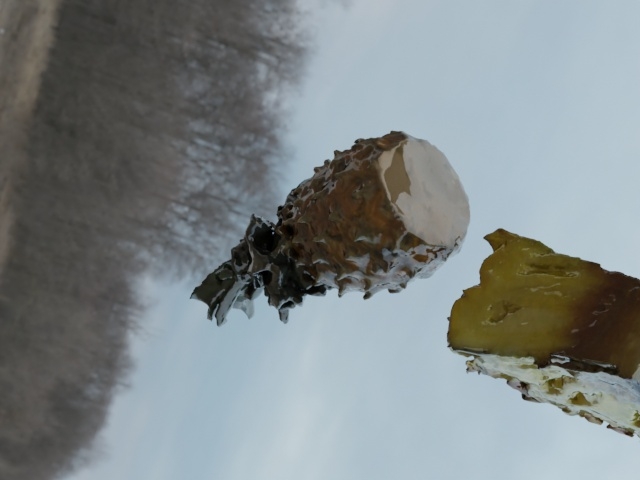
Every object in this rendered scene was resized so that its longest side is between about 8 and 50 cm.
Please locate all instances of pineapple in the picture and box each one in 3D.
[{"bbox_3d":[0.000,0.000,1.070,0.310,0.141,0.170,-26,-148,44],"label":"pineapple"},{"bbox_3d":[0.218,0.083,0.856,0.114,0.236,0.186,-64,174,-10],"label":"pineapple"}]
